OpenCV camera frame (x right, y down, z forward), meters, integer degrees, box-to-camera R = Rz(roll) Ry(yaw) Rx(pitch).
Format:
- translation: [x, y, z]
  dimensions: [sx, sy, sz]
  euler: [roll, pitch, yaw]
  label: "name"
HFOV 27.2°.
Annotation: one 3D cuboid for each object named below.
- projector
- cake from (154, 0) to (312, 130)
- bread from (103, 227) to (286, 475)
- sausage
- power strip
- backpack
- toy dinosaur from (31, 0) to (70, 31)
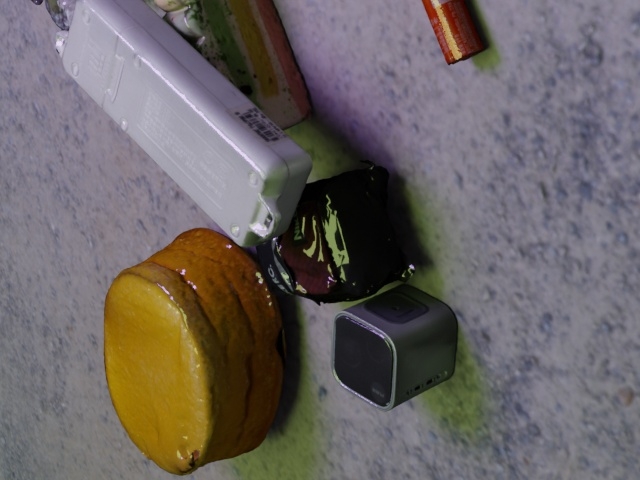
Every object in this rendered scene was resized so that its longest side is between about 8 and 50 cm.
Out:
- translation: [0.067, 0.097, 1.211]
  dimensions: [0.083, 0.082, 0.083]
  euler: [27, 126, 40]
  label: "projector"
- translation: [-0.101, -0.197, 1.257]
  dimensions: [0.090, 0.109, 0.225]
  euler: [-19, 92, 51]
  label: "cake"
- translation: [-0.133, 0.121, 1.412]
  dimensions: [0.195, 0.142, 0.270]
  euler: [29, 129, 37]
  label: "bread"
- translation: [0.095, -0.208, 1.079]
  dimensions: [0.034, 0.034, 0.129]
  euler: [-25, 87, 52]
  label: "sausage"
- translation: [-0.133, -0.123, 1.196]
  dimensions: [0.338, 0.058, 0.098]
  euler: [44, 135, 24]
  label: "power strip"
- translation: [0.000, 0.004, 1.229]
  dimensions: [0.165, 0.105, 0.120]
  euler: [-21, 87, 53]
  label: "backpack"
- translation: [-0.274, -0.300, 1.452]
  dimensions: [0.294, 0.077, 0.162]
  euler: [54, 146, 41]
  label: "toy dinosaur"
